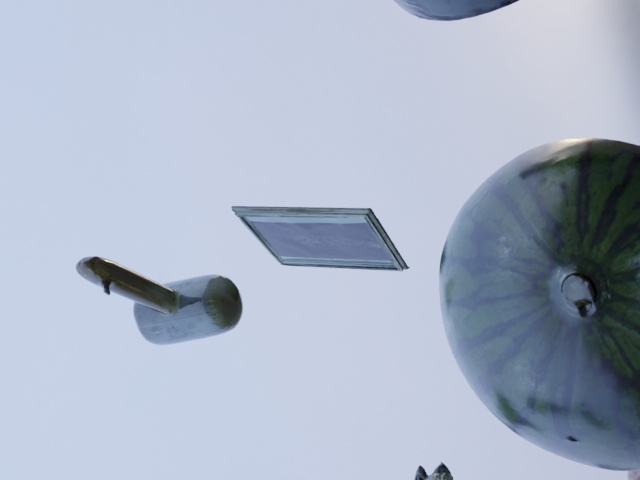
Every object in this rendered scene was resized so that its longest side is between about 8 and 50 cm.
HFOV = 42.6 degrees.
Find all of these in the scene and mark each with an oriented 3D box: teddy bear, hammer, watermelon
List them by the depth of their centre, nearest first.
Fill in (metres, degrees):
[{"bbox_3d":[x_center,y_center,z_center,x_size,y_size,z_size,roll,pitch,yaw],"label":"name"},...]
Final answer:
[{"bbox_3d":[0.234,0.056,0.763,0.189,0.331,0.331,14,-123,-49],"label":"watermelon"},{"bbox_3d":[-0.281,0.088,1.366,0.305,0.202,0.113,35,-135,-53],"label":"hammer"},{"bbox_3d":[0.242,0.530,1.577,0.111,0.133,0.213,49,-162,-17],"label":"teddy bear"}]

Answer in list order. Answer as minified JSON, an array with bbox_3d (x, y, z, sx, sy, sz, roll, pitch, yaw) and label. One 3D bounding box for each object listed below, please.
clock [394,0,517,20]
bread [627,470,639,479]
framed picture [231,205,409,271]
[{"bbox_3d":[0.183,-0.388,0.899,0.067,0.325,0.325,36,-140,-43],"label":"clock"},{"bbox_3d":[0.556,0.300,1.163,0.195,0.270,0.143,19,-133,-21],"label":"bread"},{"bbox_3d":[0.000,0.000,1.580,0.231,0.293,0.018,52,-133,-51],"label":"framed picture"}]
